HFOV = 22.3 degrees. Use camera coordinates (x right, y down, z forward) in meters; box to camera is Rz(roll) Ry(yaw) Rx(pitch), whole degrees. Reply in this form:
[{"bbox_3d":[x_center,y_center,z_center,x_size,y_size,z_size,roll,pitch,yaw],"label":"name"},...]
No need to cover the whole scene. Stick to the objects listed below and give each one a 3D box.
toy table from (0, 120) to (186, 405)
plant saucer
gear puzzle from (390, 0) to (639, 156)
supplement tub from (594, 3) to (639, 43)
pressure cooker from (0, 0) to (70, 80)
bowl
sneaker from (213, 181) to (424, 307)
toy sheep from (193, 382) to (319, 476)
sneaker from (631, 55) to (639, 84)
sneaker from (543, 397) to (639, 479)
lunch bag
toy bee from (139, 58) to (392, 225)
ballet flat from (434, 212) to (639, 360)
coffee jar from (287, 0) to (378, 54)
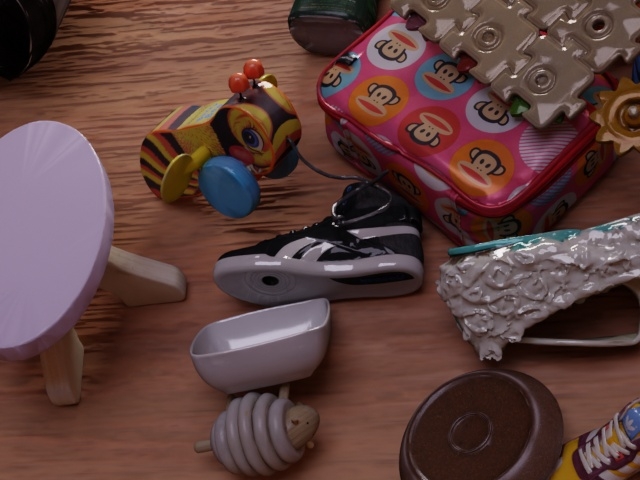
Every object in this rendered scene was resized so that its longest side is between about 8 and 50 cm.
[{"bbox_3d":[-0.283,0.030,1.695,0.252,0.161,0.274,3,59,17],"label":"toy table"},{"bbox_3d":[0.145,0.187,1.531,0.168,0.029,0.168,-17,48,20],"label":"plant saucer"},{"bbox_3d":[0.236,-0.199,1.632,0.175,0.044,0.339,-44,59,-2],"label":"gear puzzle"},{"bbox_3d":[0.324,-0.370,1.764,0.194,0.193,0.316,-16,56,5],"label":"supplement tub"},{"bbox_3d":[-0.429,-0.439,1.913,0.376,0.370,0.420,-13,49,44],"label":"pressure cooker"},{"bbox_3d":[-0.055,0.108,1.616,0.142,0.142,0.053,-12,100,5],"label":"bowl"},{"bbox_3d":[0.000,0.000,1.693,0.217,0.079,0.121,-1,54,5],"label":"sneaker"},{"bbox_3d":[-0.062,0.188,1.582,0.132,0.091,0.091,-18,54,21],"label":"toy sheep"},{"bbox_3d":[0.386,-0.126,1.660,0.069,0.082,0.209,-29,57,-7],"label":"sneaker"},{"bbox_3d":[0.272,0.186,1.488,0.186,0.084,0.069,-27,55,-3],"label":"sneaker"},{"bbox_3d":[0.170,-0.143,1.714,0.258,0.120,0.293,-42,58,-18],"label":"lunch bag"},{"bbox_3d":[-0.076,-0.118,1.693,0.298,0.162,0.195,-8,32,21],"label":"toy bee"},{"bbox_3d":[0.319,0.029,1.570,0.409,0.147,0.147,-14,56,10],"label":"ballet flat"},{"bbox_3d":[0.030,-0.305,1.871,0.096,0.079,0.184,6,61,19],"label":"coffee jar"}]
